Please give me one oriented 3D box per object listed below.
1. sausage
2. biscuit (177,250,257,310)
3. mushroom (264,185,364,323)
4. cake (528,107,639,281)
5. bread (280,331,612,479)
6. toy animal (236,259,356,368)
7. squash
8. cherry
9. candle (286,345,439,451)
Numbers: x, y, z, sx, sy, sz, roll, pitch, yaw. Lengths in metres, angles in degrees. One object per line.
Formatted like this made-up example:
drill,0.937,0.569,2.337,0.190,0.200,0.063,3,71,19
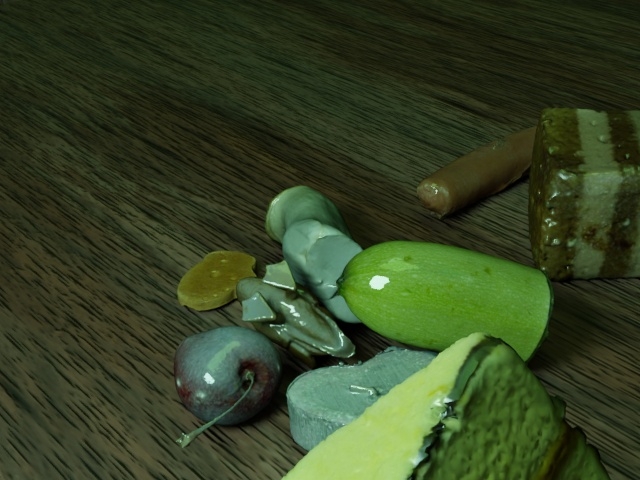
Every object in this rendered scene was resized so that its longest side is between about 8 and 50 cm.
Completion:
sausage,0.276,-0.116,1.733,0.326,0.079,0.087,-25,25,-33
biscuit,-0.138,0.060,1.550,0.118,0.023,0.140,13,34,28
mushroom,0.000,0.000,1.481,0.122,0.159,0.329,-16,22,-9
cake,0.437,-0.060,1.511,0.293,0.196,0.199,2,32,2
bread,0.139,0.238,0.887,0.236,0.263,0.198,-41,31,0
toy animal,-0.028,0.105,1.370,0.188,0.179,0.089,33,78,20
squash,0.141,0.066,1.308,0.247,0.132,0.132,14,27,-14
cherry,-0.137,0.169,1.280,0.148,0.115,0.188,39,54,25
candle,0.064,0.196,1.241,0.192,0.068,0.168,-12,27,-11
